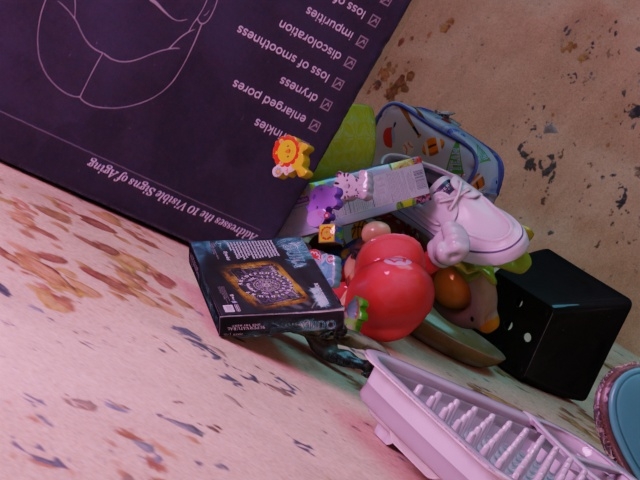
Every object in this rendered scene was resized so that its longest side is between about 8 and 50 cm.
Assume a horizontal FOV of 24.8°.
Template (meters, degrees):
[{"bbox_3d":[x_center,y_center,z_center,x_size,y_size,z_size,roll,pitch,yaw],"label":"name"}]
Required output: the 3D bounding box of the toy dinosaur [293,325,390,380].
[{"bbox_3d":[0.011,0.102,1.547,0.268,0.064,0.118,30,-1,-30],"label":"toy dinosaur"}]

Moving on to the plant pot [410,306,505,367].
[{"bbox_3d":[0.162,0.125,2.146,0.236,0.032,0.236,30,6,-3],"label":"plant pot"}]

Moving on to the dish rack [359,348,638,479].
[{"bbox_3d":[0.197,0.226,1.350,0.333,0.072,0.285,26,8,-33],"label":"dish rack"}]

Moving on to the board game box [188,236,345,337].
[{"bbox_3d":[-0.058,0.045,1.484,0.126,0.026,0.186,-2,23,-14],"label":"board game box"}]

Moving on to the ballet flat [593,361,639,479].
[{"bbox_3d":[0.502,0.329,1.697,0.483,0.164,0.182,36,-14,6],"label":"ballet flat"}]

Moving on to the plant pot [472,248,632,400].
[{"bbox_3d":[0.340,0.133,2.297,0.167,0.188,0.187,2,26,-48],"label":"plant pot"}]

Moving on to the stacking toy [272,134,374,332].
[{"bbox_3d":[0.000,0.000,1.730,0.052,0.221,0.167,-4,-12,30],"label":"stacking toy"}]

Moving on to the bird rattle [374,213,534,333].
[{"bbox_3d":[0.178,0.034,2.111,0.143,0.207,0.253,-31,31,-35],"label":"bird rattle"}]

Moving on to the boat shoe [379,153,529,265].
[{"bbox_3d":[0.172,-0.046,1.995,0.258,0.095,0.084,25,-31,39],"label":"boat shoe"}]

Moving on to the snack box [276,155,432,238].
[{"bbox_3d":[0.014,-0.049,1.942,0.207,0.070,0.174,-18,2,-42],"label":"snack box"}]

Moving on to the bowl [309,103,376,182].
[{"bbox_3d":[-0.040,-0.085,2.171,0.289,0.289,0.156,3,70,-76],"label":"bowl"}]

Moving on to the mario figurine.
[{"bbox_3d":[0.070,0.013,1.929,0.170,0.198,0.320,42,-1,-13],"label":"mario figurine"}]

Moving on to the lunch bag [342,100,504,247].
[{"bbox_3d":[0.144,-0.068,2.340,0.243,0.303,0.115,35,17,33],"label":"lunch bag"}]

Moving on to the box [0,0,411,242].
[{"bbox_3d":[-0.197,-0.288,1.765,0.480,0.472,0.297,26,7,-33],"label":"box"}]
